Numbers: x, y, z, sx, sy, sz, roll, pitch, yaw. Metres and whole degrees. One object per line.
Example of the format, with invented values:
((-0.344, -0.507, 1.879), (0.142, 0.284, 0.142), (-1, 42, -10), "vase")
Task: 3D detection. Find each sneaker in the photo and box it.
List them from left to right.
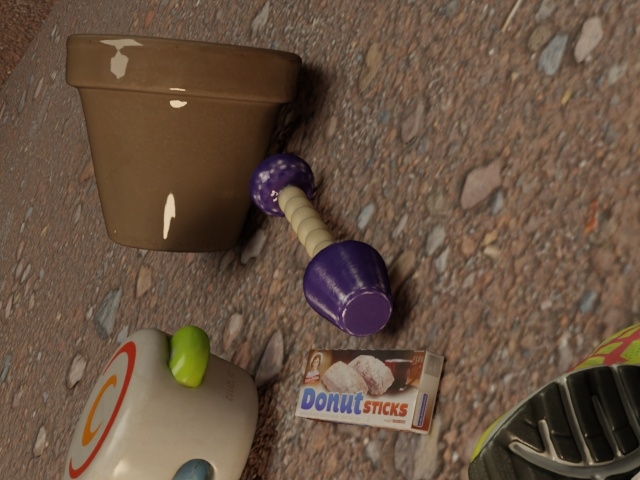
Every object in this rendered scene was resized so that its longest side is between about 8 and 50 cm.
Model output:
((0.163, 0.092, 0.583), (0.094, 0.208, 0.081), (-16, 94, 69), "sneaker")

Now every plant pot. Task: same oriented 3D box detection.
((-0.157, -0.109, 1.231), (0.263, 0.263, 0.229), (17, 106, 62), "plant pot")

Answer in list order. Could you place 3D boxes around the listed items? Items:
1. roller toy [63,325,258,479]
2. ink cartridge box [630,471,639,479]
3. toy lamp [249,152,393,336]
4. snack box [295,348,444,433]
((-0.154, 0.197, 1.078), (0.209, 0.146, 0.191), (-30, 37, 58), "roller toy")
((0.185, 0.141, 0.406), (0.148, 0.203, 0.086), (48, 112, 23), "ink cartridge box")
((0.000, 0.000, 1.015), (0.080, 0.080, 0.274), (-59, 29, 17), "toy lamp")
((0.038, 0.125, 0.919), (0.178, 0.022, 0.064), (-9, 65, 58), "snack box")
